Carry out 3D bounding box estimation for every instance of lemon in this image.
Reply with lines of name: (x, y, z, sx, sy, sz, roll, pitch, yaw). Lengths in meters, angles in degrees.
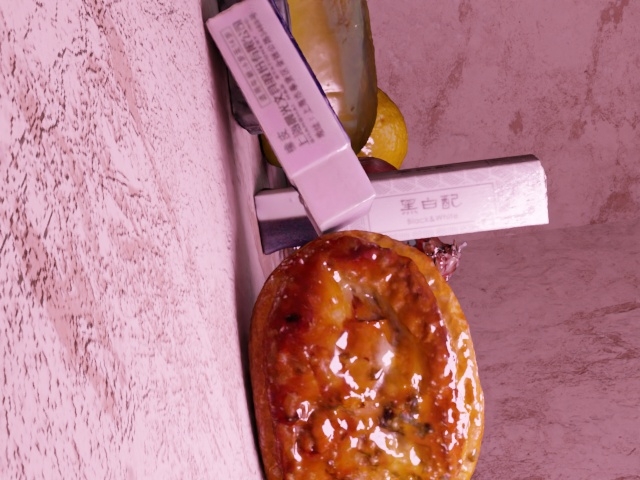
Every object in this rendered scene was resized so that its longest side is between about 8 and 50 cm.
lemon: (0.060, -0.208, 1.972, 0.267, 0.268, 0.267, -8, 90, -85)

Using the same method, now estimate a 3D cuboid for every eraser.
eraser: (-0.032, -0.149, 1.157, 0.287, 0.086, 0.130, 61, -3, 8)
eraser: (0.114, -0.052, 1.368, 0.098, 0.404, 0.096, -72, 156, -78)

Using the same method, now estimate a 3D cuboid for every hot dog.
hot dog: (0.052, 0.181, 1.142, 0.174, 0.267, 0.387, -113, -164, -74)

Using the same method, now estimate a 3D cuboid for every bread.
bread: (-0.017, -0.293, 1.518, 0.251, 0.209, 0.376, -63, 149, -74)

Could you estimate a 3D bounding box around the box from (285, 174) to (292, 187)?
box: (-0.043, -0.141, 1.797, 0.089, 0.043, 0.125, -91, 172, -57)

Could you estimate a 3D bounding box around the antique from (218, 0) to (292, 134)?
antique: (-0.079, -0.237, 1.285, 0.086, 0.088, 0.182, 33, 50, -83)

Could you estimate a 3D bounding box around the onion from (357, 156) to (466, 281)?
onion: (0.108, 0.030, 1.655, 0.347, 0.286, 0.347, 5, 90, -77)

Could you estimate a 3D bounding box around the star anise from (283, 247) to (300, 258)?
star anise: (-0.041, -0.034, 1.566, 0.129, 0.056, 0.124, -69, 161, -74)
